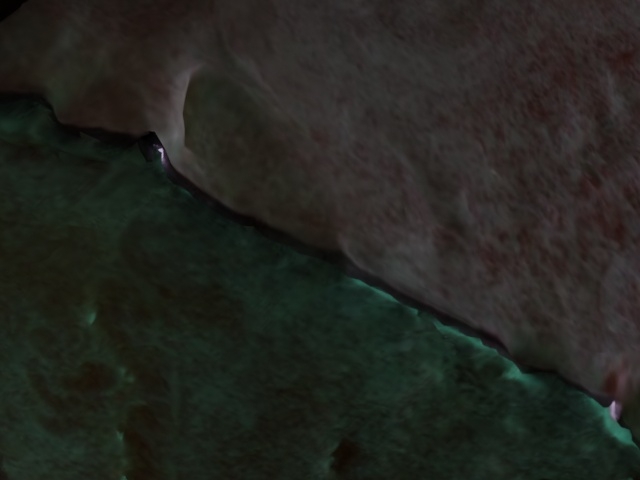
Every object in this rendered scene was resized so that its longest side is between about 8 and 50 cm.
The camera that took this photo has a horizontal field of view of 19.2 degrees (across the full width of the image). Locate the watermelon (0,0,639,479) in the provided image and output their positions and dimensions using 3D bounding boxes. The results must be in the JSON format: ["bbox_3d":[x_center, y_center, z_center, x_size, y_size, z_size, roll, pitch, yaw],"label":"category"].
[{"bbox_3d":[0.006,-0.012,0.526,0.283,0.293,0.250,-25,-143,14],"label":"watermelon"}]
